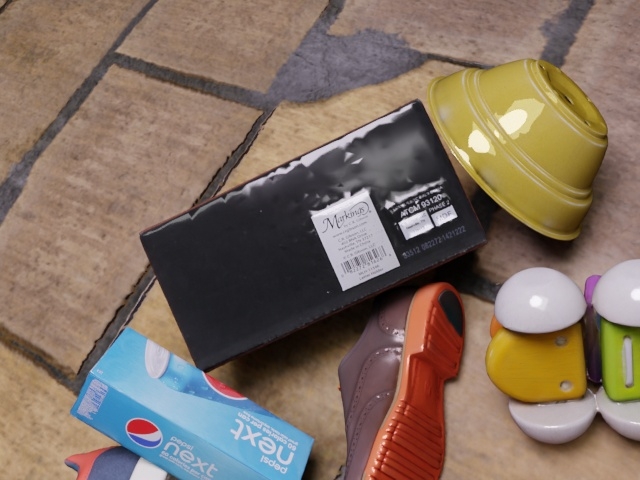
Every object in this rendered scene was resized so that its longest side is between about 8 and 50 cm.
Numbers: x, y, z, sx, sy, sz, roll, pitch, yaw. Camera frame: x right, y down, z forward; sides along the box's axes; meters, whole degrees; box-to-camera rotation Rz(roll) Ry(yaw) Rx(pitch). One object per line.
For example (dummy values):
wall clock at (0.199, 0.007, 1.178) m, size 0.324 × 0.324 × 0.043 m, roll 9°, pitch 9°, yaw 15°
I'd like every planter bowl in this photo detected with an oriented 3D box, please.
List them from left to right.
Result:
planter bowl at (0.215, -0.113, 0.699) m, size 0.090 × 0.217 × 0.217 m, roll -45°, pitch 46°, yaw 34°

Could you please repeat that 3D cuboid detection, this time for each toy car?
toy car at (0.241, 0.086, 0.635) m, size 0.182 × 0.159 × 0.136 m, roll -6°, pitch 21°, yaw 16°

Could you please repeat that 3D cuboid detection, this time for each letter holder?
letter holder at (0.000, 0.000, 0.767) m, size 0.302 × 0.214 × 0.152 m, roll -25°, pitch 86°, yaw 5°

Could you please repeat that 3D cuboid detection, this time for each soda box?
soda box at (-0.116, 0.172, 0.655) m, size 0.210 × 0.067 × 0.071 m, roll 32°, pitch 32°, yaw -3°

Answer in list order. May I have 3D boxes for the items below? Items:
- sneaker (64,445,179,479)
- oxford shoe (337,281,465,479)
sneaker at (-0.226, 0.351, 0.625) m, size 0.148 × 0.131 × 0.350 m, roll 0°, pitch 50°, yaw 17°
oxford shoe at (0.061, 0.166, 0.675) m, size 0.098 × 0.097 × 0.271 m, roll -4°, pitch 51°, yaw 40°
